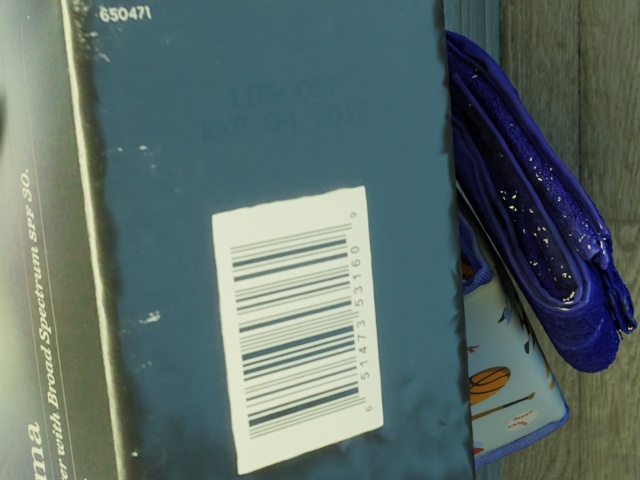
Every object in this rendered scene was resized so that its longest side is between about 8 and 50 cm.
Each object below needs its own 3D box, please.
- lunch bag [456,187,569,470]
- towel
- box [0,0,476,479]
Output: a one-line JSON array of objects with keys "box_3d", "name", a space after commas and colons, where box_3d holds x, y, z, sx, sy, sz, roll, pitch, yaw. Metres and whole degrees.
[{"box_3d": [0.000, 0.000, 0.988, 0.385, 0.239, 0.328, 63, 4, 32], "name": "lunch bag"}, {"box_3d": [0.162, -0.022, 0.903, 0.227, 0.076, 0.308, 63, 7, 20], "name": "towel"}, {"box_3d": [-0.094, 0.029, 0.568, 0.183, 0.294, 0.296, -12, 101, -35], "name": "box"}]
